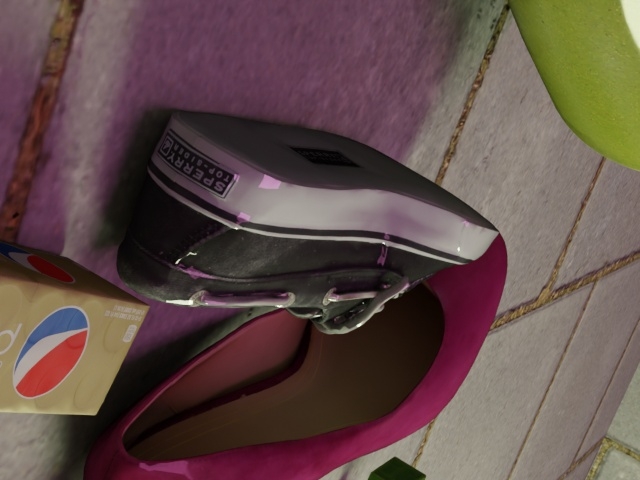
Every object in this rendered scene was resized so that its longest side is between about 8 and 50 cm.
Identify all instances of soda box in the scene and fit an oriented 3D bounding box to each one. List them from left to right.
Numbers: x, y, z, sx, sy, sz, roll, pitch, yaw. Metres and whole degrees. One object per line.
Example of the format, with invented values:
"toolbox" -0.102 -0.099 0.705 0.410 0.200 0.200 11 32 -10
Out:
"soda box" -0.149 0.031 0.480 0.061 0.058 0.181 -63 157 2

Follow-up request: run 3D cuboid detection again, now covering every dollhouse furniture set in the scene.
"dollhouse furniture set" 0.043 0.281 1.105 0.058 0.076 0.151 -7 120 -61

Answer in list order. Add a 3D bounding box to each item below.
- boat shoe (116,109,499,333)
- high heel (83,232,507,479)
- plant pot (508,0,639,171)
"boat shoe" 0.003 0.002 0.691 0.306 0.113 0.105 1 121 -61
"high heel" 0.012 0.071 0.746 0.377 0.127 0.181 -44 161 -29
"plant pot" 0.216 -0.224 0.742 0.293 0.275 0.274 35 83 -50
